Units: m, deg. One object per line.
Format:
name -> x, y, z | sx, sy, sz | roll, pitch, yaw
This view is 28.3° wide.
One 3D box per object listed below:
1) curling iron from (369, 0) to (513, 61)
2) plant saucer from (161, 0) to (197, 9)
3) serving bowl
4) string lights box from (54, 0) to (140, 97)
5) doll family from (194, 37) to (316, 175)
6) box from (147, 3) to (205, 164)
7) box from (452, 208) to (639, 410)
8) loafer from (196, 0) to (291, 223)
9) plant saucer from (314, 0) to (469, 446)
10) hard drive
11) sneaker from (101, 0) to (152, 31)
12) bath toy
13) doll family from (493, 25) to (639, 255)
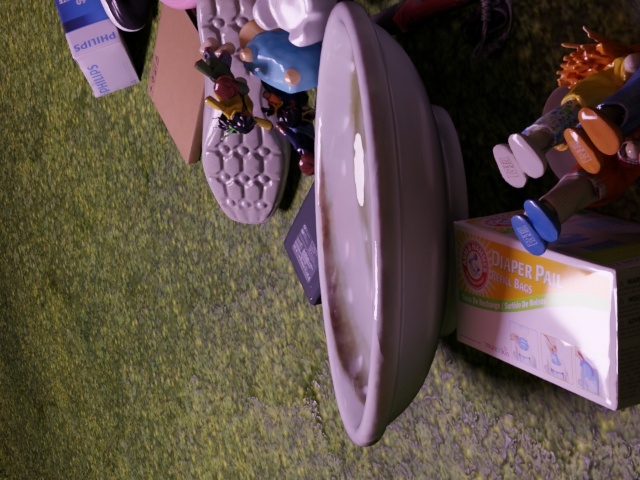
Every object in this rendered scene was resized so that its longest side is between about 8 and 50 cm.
curling iron -> 0.090, -0.199, 1.186 | 0.274, 0.035, 0.068 | 13, 111, 61
plant saucer -> -0.153, -0.447, 1.522 | 0.332, 0.084, 0.332 | 34, 129, 55
serving bowl -> 0.210, -0.084, 1.001 | 0.083, 0.027, 0.083 | 34, 129, 56
string lights box -> -0.356, -0.361, 1.906 | 0.133, 0.077, 0.259 | 77, 172, -70
doll family -> -0.057, -0.138, 1.357 | 0.076, 0.193, 0.111 | -60, 28, 28
box -> -0.189, -0.230, 1.738 | 0.164, 0.021, 0.201 | 59, 147, 35
box -> 0.201, 0.043, 0.970 | 0.203, 0.114, 0.103 | 22, 118, 61
loafer -> -0.083, -0.169, 1.484 | 0.111, 0.112, 0.319 | -71, -15, -56
plant saucer -> 0.065, -0.017, 1.157 | 0.400, 0.101, 0.400 | 177, 90, -83
hard drive -> 0.000, 0.000, 1.449 | 0.094, 0.022, 0.135 | 66, 150, 26
sneaker -> -0.256, -0.392, 1.744 | 0.121, 0.079, 0.216 | 27, 122, 59
bath toy -> -0.005, -0.319, 1.234 | 0.151, 0.129, 0.348 | 38, 138, 23
doll family -> 0.218, -0.099, 0.847 | 0.118, 0.163, 0.263 | 56, 156, -3
